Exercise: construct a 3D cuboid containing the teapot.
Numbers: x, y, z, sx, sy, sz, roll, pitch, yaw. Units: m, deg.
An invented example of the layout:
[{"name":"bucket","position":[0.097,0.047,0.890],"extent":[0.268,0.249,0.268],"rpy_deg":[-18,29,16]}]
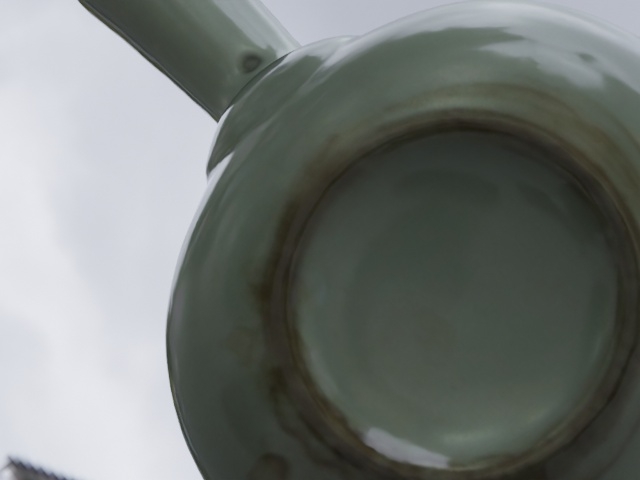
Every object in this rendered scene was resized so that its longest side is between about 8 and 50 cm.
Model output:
[{"name":"teapot","position":[0.033,-0.019,0.657],"extent":[0.149,0.220,0.318],"rpy_deg":[38,34,-72]}]
